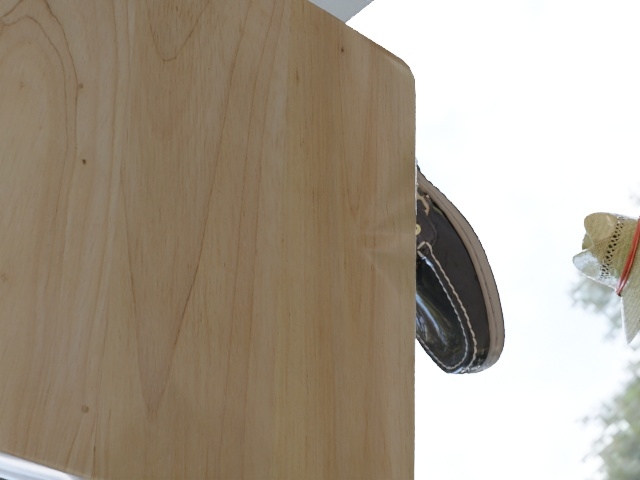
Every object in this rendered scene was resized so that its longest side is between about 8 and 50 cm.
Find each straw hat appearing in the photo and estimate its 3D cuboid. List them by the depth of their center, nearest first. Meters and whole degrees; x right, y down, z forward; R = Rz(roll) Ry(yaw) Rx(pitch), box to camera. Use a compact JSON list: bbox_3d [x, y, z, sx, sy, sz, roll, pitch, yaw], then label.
[{"bbox_3d":[0.229,0.007,1.340,0.061,0.144,0.144,17,-130,3],"label":"straw hat"}]

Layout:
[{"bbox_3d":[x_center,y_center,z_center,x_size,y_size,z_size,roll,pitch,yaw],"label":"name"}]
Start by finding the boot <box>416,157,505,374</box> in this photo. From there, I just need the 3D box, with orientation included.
[{"bbox_3d":[0.000,0.000,1.762,0.284,0.138,0.377,-18,-105,-37],"label":"boot"}]

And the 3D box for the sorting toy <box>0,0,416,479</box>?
[{"bbox_3d":[-0.078,-0.001,0.720,0.255,0.089,0.257,26,-126,-38],"label":"sorting toy"}]

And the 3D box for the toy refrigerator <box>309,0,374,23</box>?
[{"bbox_3d":[-0.030,-0.172,0.964,0.094,0.269,0.102,21,-130,-36],"label":"toy refrigerator"}]

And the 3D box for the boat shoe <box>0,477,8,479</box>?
[{"bbox_3d":[-0.160,0.247,1.160,0.103,0.118,0.320,17,-136,-37],"label":"boat shoe"}]
